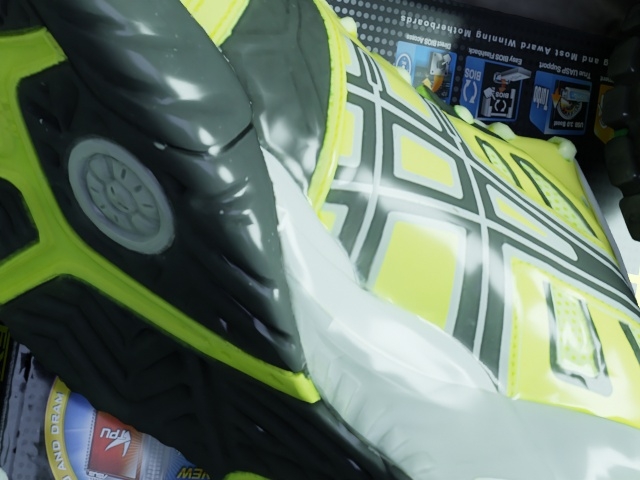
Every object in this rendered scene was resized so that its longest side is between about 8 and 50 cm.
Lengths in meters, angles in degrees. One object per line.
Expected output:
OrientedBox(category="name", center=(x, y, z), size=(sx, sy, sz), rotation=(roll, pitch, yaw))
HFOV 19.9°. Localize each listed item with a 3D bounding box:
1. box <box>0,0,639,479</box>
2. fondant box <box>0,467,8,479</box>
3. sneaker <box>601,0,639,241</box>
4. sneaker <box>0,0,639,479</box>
OrientedBox(category="box", center=(0.018, 0.018, 0.674), size=(0.270, 0.060, 0.216), rotation=(11, 86, -20))
OrientedBox(category="fondant box", center=(-0.274, 0.039, 0.489), size=(0.330, 0.096, 0.238), rotation=(49, 39, -13))
OrientedBox(category="sneaker", center=(0.206, -0.081, 0.648), size=(0.146, 0.134, 0.343), rotation=(42, 46, -19))
OrientedBox(category="sneaker", center=(0.000, 0.000, 0.582), size=(0.385, 0.145, 0.147), rotation=(53, 53, -15))
